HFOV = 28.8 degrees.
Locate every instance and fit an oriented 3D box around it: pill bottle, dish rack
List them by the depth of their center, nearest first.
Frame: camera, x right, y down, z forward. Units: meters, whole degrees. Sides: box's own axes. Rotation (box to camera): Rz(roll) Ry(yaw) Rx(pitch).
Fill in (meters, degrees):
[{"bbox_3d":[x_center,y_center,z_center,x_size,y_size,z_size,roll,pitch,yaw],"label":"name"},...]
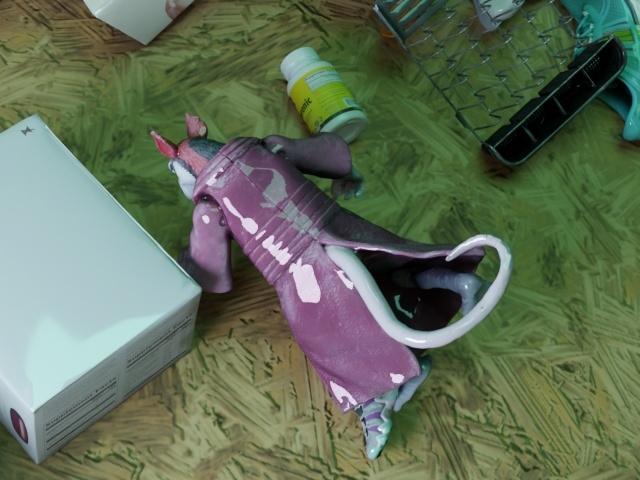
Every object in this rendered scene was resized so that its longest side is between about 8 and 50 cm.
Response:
[{"bbox_3d":[0.000,-0.170,1.469,0.065,0.065,0.116,-21,66,-22],"label":"pill bottle"},{"bbox_3d":[0.205,-0.247,1.472,0.208,0.074,0.271,-43,103,-9],"label":"dish rack"}]

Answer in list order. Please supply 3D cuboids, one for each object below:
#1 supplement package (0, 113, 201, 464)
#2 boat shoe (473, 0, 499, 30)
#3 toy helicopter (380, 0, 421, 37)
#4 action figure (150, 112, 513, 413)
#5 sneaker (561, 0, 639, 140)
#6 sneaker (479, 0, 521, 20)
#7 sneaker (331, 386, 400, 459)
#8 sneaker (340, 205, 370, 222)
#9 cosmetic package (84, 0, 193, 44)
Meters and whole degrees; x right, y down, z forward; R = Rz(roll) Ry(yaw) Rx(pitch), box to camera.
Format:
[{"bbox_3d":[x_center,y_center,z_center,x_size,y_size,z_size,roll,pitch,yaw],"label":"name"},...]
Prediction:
[{"bbox_3d":[-0.283,0.046,1.240,0.204,0.145,0.262,-37,72,-27],"label":"supplement package"},{"bbox_3d":[0.218,-0.313,1.615,0.035,0.035,0.100,-11,56,-14],"label":"boat shoe"},{"bbox_3d":[0.133,-0.402,1.571,0.140,0.235,0.355,16,33,41],"label":"toy helicopter"},{"bbox_3d":[-0.028,0.008,1.218,0.370,0.276,0.248,40,82,3],"label":"action figure"},{"bbox_3d":[0.364,-0.244,1.569,0.110,0.107,0.275,-23,64,-8],"label":"sneaker"},{"bbox_3d":[0.262,-0.339,1.604,0.080,0.094,0.212,-10,42,32],"label":"sneaker"},{"bbox_3d":[0.042,0.178,1.294,0.069,0.038,0.098,18,49,1],"label":"sneaker"},{"bbox_3d":[-0.001,0.001,1.377,0.170,0.051,0.089,25,56,1],"label":"sneaker"},{"bbox_3d":[-0.161,-0.388,1.438,0.296,0.129,0.153,-39,70,11],"label":"cosmetic package"}]
